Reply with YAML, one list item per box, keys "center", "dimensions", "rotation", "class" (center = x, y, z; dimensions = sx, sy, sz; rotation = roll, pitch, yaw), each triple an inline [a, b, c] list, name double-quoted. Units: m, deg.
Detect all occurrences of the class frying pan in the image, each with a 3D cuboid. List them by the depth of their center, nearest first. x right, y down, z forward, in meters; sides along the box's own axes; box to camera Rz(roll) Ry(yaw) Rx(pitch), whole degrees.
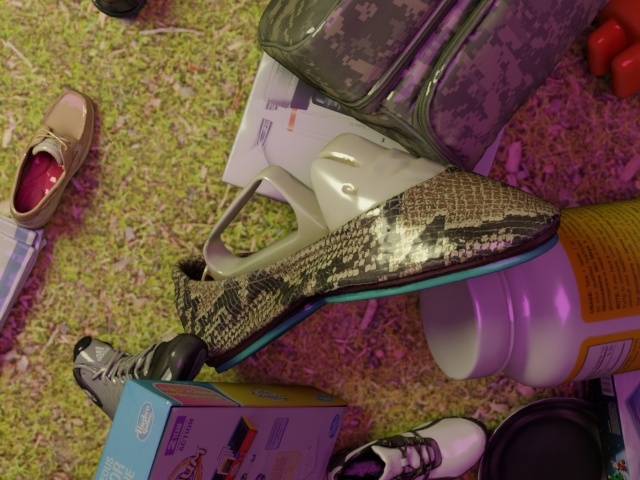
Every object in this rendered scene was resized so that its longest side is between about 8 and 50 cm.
- center: [0.267, 0.346, 1.178]
  dimensions: [0.197, 0.053, 0.326]
  rotation: [15, 93, -5]
  class: "frying pan"

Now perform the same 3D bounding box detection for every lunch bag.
- center: [0.129, -0.233, 0.965]
  dimensions: [0.256, 0.212, 0.305]
  rotation: [36, 92, -23]
  class: "lunch bag"

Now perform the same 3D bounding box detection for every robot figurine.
- center: [0.409, -0.255, 1.106]
  dimensions: [0.219, 0.158, 0.128]
  rotation: [-37, 112, -1]
  class: "robot figurine"

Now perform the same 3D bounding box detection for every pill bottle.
- center: [0.287, 0.056, 1.057]
  dimensions: [0.333, 0.188, 0.188]
  rotation: [-7, 95, -18]
  class: "pill bottle"

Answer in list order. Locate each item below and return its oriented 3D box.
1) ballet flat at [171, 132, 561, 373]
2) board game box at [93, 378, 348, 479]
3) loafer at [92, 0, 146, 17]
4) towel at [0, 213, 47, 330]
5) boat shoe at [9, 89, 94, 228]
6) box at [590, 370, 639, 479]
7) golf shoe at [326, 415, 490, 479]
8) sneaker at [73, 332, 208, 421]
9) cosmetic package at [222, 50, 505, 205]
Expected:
- center: [0.000, 0.000, 0.977]
  dimensions: [0.482, 0.164, 0.182]
  rotation: [-24, 93, 42]
  class: "ballet flat"
- center: [-0.112, 0.272, 1.032]
  dimensions: [0.064, 0.316, 0.242]
  rotation: [21, 93, 34]
  class: "board game box"
- center: [-0.224, -0.387, 1.077]
  dimensions: [0.096, 0.084, 0.268]
  rotation: [-2, 94, -3]
  class: "loafer"
- center: [-0.484, 0.024, 1.116]
  dimensions: [0.285, 0.034, 0.209]
  rotation: [25, 92, -5]
  class: "towel"
- center: [-0.302, -0.095, 1.097]
  dimensions: [0.063, 0.059, 0.170]
  rotation: [19, 81, -5]
  class: "boat shoe"
- center: [0.409, 0.243, 1.156]
  dimensions: [0.159, 0.044, 0.233]
  rotation: [-12, 95, -26]
  class: "box"
- center: [0.103, 0.258, 1.129]
  dimensions: [0.198, 0.094, 0.077]
  rotation: [-20, 79, 3]
  class: "golf shoe"
- center: [-0.214, 0.142, 1.069]
  dimensions: [0.132, 0.229, 0.086]
  rotation: [39, 48, 4]
  class: "sneaker"
- center: [0.079, -0.200, 1.107]
  dimensions: [0.284, 0.097, 0.377]
  rotation: [18, 93, -8]
  class: "cosmetic package"
